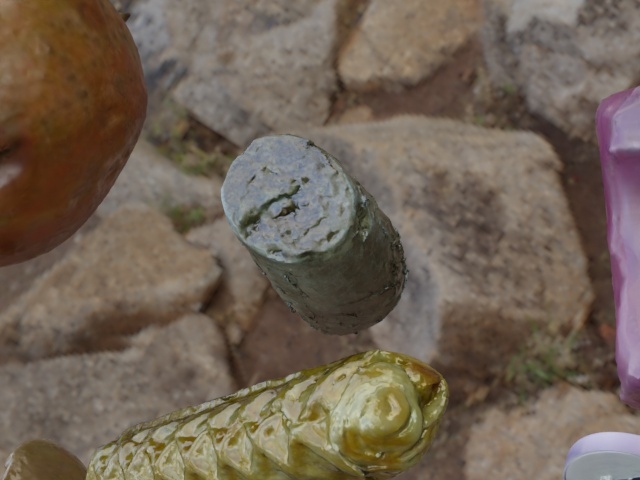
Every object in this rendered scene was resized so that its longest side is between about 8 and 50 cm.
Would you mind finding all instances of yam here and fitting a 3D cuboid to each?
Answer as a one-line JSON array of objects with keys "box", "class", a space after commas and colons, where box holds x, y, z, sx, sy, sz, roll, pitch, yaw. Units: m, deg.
[{"box": [0.000, 0.000, 0.966, 0.107, 0.183, 0.107, -7, 68, 16], "class": "yam"}]

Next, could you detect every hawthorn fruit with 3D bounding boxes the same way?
[{"box": [-0.265, -0.135, 1.166, 0.298, 0.277, 0.277, -36, 6, -35], "class": "hawthorn fruit"}]

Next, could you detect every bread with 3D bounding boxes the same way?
[{"box": [-0.048, 0.132, 0.874, 0.084, 0.077, 0.367, -38, 7, -36], "class": "bread"}]

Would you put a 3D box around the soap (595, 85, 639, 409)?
[{"box": [0.301, -0.006, 0.571, 0.233, 0.359, 0.128, 29, -124, -74], "class": "soap"}]

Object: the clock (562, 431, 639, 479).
[{"box": [0.387, 0.310, 1.639, 0.172, 0.198, 0.064, -15, 34, 36], "class": "clock"}]

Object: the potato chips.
[{"box": [-0.222, 0.273, 1.233, 0.062, 0.195, 0.208, -14, 38, 14], "class": "potato chips"}]
